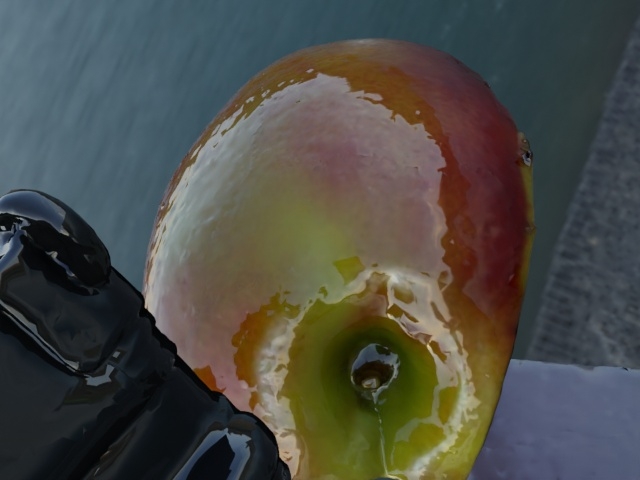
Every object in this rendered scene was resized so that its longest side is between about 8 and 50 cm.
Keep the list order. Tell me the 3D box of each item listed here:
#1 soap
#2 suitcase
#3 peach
[{"bbox_3d":[0.246,0.251,1.197,0.285,0.107,0.296,4,54,16],"label":"soap"},{"bbox_3d":[-0.208,0.173,0.577,0.339,0.188,0.345,-24,25,52],"label":"suitcase"},{"bbox_3d":[0.000,0.000,1.019,0.380,0.242,0.306,-110,31,-81],"label":"peach"}]
